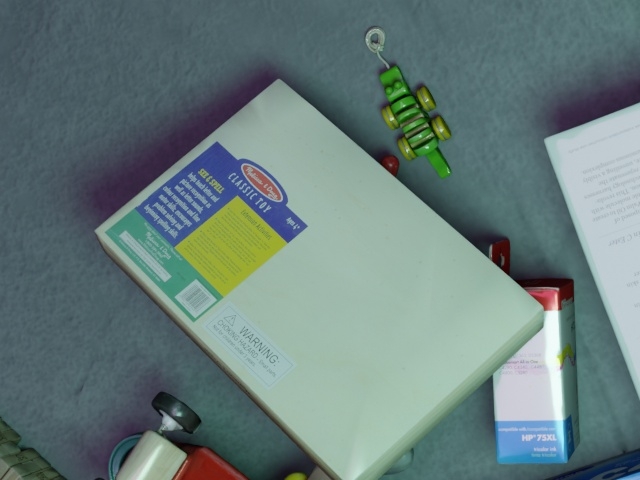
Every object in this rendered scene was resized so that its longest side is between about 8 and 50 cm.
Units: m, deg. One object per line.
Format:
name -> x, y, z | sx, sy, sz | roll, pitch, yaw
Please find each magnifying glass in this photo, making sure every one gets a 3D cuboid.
magnifying glass -> -0.149, 0.309, 1.955 | 0.231, 0.026, 0.092 | 32, 100, 11

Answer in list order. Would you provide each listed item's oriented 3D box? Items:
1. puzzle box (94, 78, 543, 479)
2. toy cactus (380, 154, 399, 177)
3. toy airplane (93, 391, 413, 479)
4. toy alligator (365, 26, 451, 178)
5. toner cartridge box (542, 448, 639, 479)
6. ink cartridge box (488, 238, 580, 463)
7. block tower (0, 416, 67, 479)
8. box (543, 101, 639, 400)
puzzle box -> -0.006, 0.038, 1.727 | 0.272, 0.052, 0.409 | -40, 64, -13
toy cactus -> 0.000, 0.000, 1.869 | 0.219, 0.112, 0.180 | -15, 99, 7
toy airplane -> -0.039, 0.336, 1.779 | 0.386, 0.272, 0.384 | -23, 46, 19
toy alligator -> 0.092, -0.154, 1.851 | 0.056, 0.051, 0.190 | -28, 86, 14
toner cartridge box -> 0.344, 0.264, 1.748 | 0.348, 0.165, 0.075 | -21, 87, 15
ink cartridge box -> 0.230, 0.114, 1.785 | 0.078, 0.134, 0.231 | -2, 93, 15
block tower -> -0.312, 0.348, 1.968 | 0.335, 0.097, 0.091 | 41, 102, 11
box -> 0.397, 0.018, 1.718 | 0.215, 0.168, 0.345 | -21, 87, 15
